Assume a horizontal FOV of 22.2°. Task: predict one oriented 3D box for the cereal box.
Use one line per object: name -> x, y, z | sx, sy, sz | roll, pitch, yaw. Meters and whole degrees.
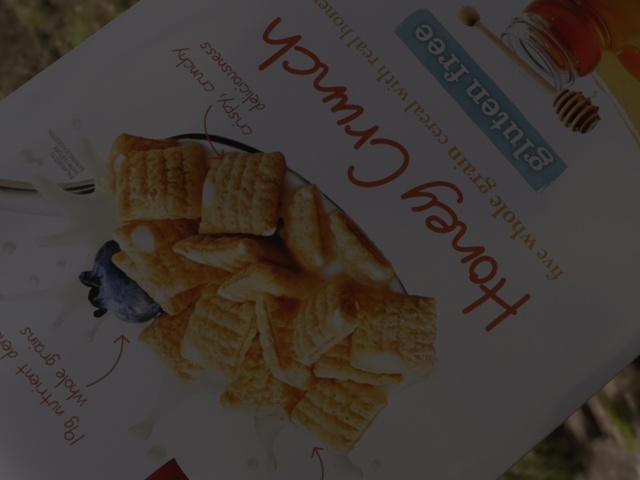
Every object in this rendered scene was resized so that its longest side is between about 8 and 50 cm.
cereal box -> 0.000, 0.000, 0.474 | 0.173, 0.240, 0.047 | 49, 164, 7
